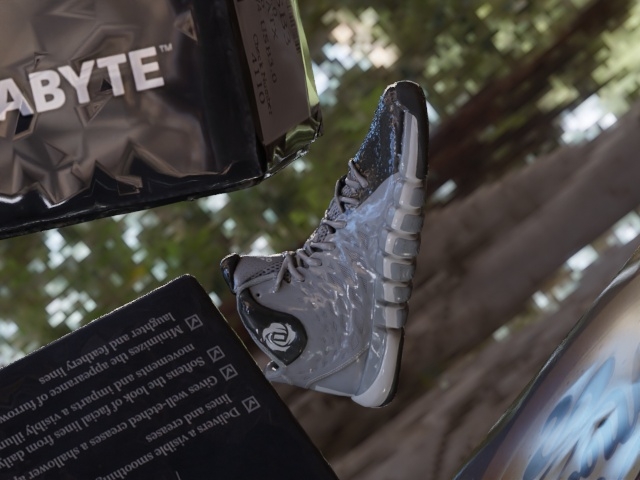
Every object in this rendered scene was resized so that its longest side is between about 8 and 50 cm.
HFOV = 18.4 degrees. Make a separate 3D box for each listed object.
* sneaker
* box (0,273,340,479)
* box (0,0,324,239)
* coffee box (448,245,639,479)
[{"bbox_3d":[0.000,0.000,1.337,0.132,0.228,0.086,7,-167,0],"label":"sneaker"},{"bbox_3d":[-0.124,0.279,1.485,0.395,0.293,0.212,54,154,21],"label":"box"},{"bbox_3d":[-0.174,-0.127,0.398,0.073,0.296,0.293,-39,-63,-77],"label":"box"},{"bbox_3d":[0.150,0.037,0.472,0.119,0.297,0.168,33,-158,-11],"label":"coffee box"}]
